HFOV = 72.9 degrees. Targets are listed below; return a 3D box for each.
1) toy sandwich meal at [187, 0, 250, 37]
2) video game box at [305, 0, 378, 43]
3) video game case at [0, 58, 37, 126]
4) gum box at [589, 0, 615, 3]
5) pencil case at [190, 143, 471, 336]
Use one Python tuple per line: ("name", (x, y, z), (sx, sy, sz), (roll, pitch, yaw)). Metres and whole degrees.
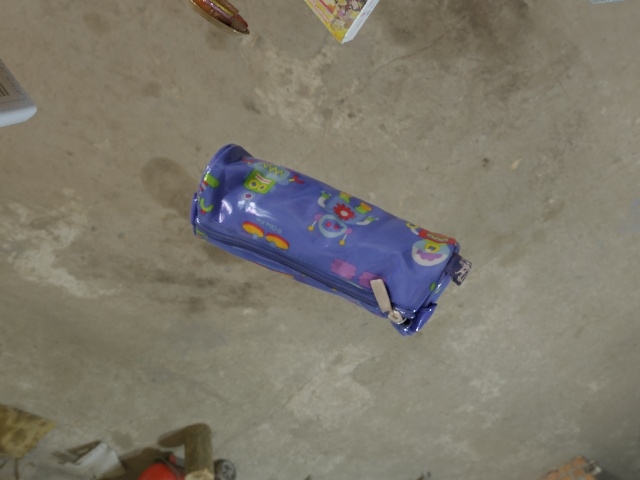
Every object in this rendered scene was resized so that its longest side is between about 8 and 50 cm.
("toy sandwich meal", (-0.109, -0.255, 0.470), (0.085, 0.086, 0.029), (23, 122, -30))
("video game box", (0.026, -0.460, 0.683), (0.205, 0.048, 0.187), (51, 138, 1))
("video game case", (-0.485, -0.207, 0.372), (0.036, 0.329, 0.300), (-24, 106, 28))
("gum box", (0.553, -0.503, 0.713), (0.041, 0.156, 0.185), (-3, 109, -38))
("pencil case", (0.000, 0.000, 0.482), (0.305, 0.133, 0.120), (25, 124, 12))
